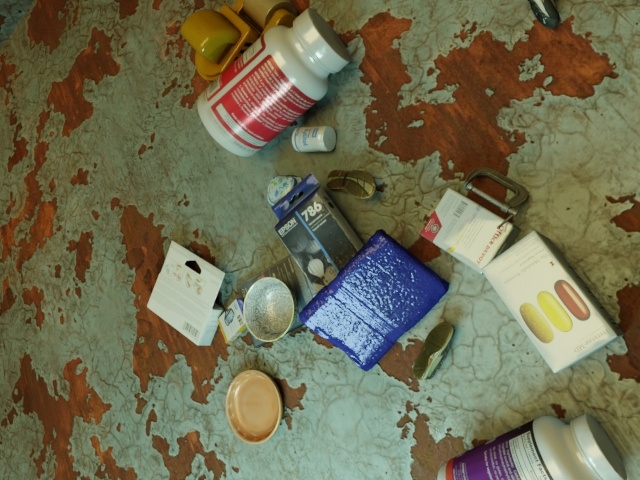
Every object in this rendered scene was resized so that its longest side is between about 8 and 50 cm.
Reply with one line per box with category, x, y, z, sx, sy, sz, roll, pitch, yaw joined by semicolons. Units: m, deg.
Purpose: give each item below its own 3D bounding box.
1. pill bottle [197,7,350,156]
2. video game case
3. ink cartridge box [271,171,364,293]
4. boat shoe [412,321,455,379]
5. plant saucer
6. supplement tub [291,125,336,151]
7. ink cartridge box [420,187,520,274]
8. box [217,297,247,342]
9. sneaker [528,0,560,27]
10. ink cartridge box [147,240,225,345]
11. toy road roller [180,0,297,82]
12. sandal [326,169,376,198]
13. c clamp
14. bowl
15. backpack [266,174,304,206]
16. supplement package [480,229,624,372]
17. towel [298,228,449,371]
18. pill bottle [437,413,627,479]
pill bottle;-0.128;-0.433;1.532;0.408;0.229;0.229;-34;66;25
video game case;-0.108;0.160;1.554;0.274;0.026;0.196;-30;67;28
ink cartridge box;0.000;0.000;1.434;0.165;0.065;0.332;-40;77;23
boat shoe;0.265;0.254;1.276;0.152;0.049;0.056;-61;39;16
plant saucer;-0.181;0.461;1.550;0.200;0.037;0.199;-5;81;34
supplement tub;-0.019;-0.279;1.531;0.107;0.071;0.071;4;85;35
ink cartridge box;0.337;-0.019;1.253;0.175;0.072;0.127;38;104;32
box;-0.247;0.229;1.616;0.136;0.028;0.081;-46;58;33
sneaker;0.495;-0.601;1.222;0.108;0.100;0.271;-12;76;26
ink cartridge box;-0.406;0.159;1.733;0.275;0.060;0.238;26;97;34
toy road roller;-0.250;-0.613;1.633;0.329;0.241;0.202;-51;60;17
sandal;0.087;-0.148;1.460;0.180;0.049;0.072;18;87;49
c clamp;0.379;-0.105;1.221;0.137;0.022;0.161;-30;52;-21
bowl;-0.117;0.185;1.493;0.170;0.080;0.170;-6;80;34
backpack;-0.098;-0.134;1.555;0.114;0.084;0.105;10;87;36
supplement package;0.462;0.121;1.111;0.139;0.134;0.244;-42;63;22
towel;0.126;0.143;1.333;0.228;0.076;0.308;39;109;-7
pill bottle;0.401;0.460;1.074;0.323;0.181;0.181;-37;65;23
